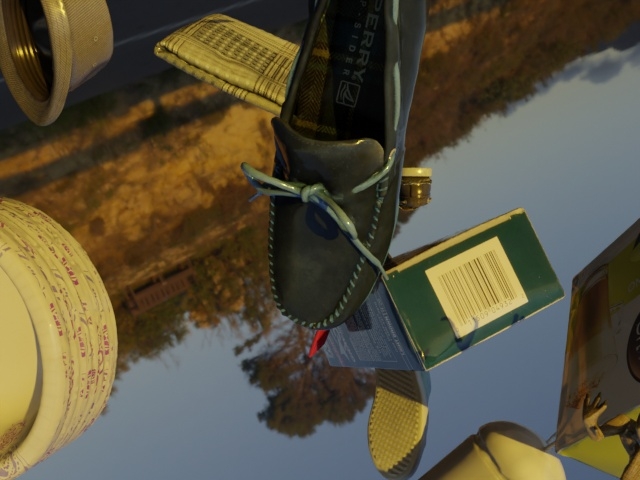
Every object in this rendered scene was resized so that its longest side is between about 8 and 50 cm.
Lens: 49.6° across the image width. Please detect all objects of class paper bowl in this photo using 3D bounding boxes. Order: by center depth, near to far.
[{"bbox_3d":[-0.339,0.095,0.723,0.284,0.284,0.148,-20,-179,21],"label":"paper bowl"}]

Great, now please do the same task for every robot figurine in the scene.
[{"bbox_3d":[0.310,0.478,1.298,0.353,0.200,0.300,-44,174,10],"label":"robot figurine"}]

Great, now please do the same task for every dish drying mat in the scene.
[{"bbox_3d":[0.003,0.104,0.811,0.032,0.008,0.083,-40,159,-39],"label":"dish drying mat"}]

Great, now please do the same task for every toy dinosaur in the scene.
[{"bbox_3d":[0.215,0.132,0.447,0.183,0.092,0.053,-49,-155,-3],"label":"toy dinosaur"}]

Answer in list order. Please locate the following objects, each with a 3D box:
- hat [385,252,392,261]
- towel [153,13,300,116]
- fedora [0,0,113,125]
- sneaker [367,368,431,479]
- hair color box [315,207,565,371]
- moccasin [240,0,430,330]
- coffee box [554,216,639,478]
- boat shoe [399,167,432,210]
[{"bbox_3d":[0.000,0.000,1.316,0.134,0.331,0.331,-33,-169,-15],"label":"hat"},{"bbox_3d":[-0.089,-0.302,1.203,0.312,0.324,0.056,-69,-175,-63],"label":"towel"},{"bbox_3d":[-0.408,-0.326,1.082,0.124,0.244,0.275,-23,146,-37],"label":"fedora"},{"bbox_3d":[0.196,0.362,1.523,0.135,0.150,0.366,-17,-134,29],"label":"sneaker"},{"bbox_3d":[0.107,0.069,0.822,0.174,0.105,0.347,-24,177,-17],"label":"hair color box"},{"bbox_3d":[0.001,-0.085,0.561,0.138,0.342,0.117,10,-166,17],"label":"moccasin"},{"bbox_3d":[0.575,0.163,0.962,0.337,0.338,0.334,113,0,-54],"label":"coffee box"},{"bbox_3d":[0.153,-0.087,1.251,0.081,0.068,0.228,-1,179,0],"label":"boat shoe"}]
